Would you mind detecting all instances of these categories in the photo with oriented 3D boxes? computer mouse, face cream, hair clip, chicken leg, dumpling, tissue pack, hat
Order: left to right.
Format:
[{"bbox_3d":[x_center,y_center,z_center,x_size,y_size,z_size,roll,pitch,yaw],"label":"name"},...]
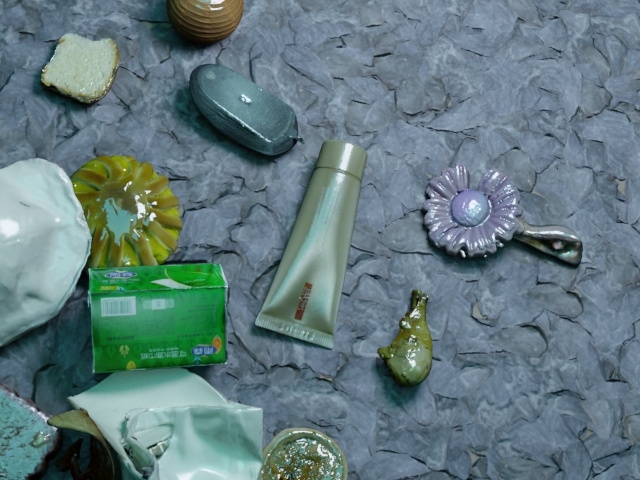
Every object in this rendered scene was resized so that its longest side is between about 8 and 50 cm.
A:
[{"bbox_3d":[-0.529,0.039,1.591,0.341,0.181,0.260,-31,88,-36],"label":"dumpling"},{"bbox_3d":[-0.253,0.315,1.561,0.301,0.168,0.258,29,28,25],"label":"hat"},{"bbox_3d":[-0.258,0.110,1.633,0.209,0.156,0.148,-3,111,-12],"label":"tissue pack"},{"bbox_3d":[-0.131,-0.221,1.801,0.229,0.068,0.113,34,56,-8],"label":"computer mouse"},{"bbox_3d":[0.000,0.000,1.745,0.137,0.084,0.341,19,76,-13],"label":"face cream"},{"bbox_3d":[0.147,0.160,1.720,0.093,0.070,0.178,14,62,2],"label":"chicken leg"},{"bbox_3d":[0.327,-0.030,1.809,0.300,0.069,0.173,17,70,-3],"label":"hair clip"}]

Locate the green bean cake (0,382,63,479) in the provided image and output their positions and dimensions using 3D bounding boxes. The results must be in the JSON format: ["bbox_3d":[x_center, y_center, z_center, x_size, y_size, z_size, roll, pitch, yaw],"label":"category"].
[{"bbox_3d":[-0.510,0.324,1.533,0.198,0.097,0.232,29,69,0],"label":"green bean cake"}]

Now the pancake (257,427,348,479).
[{"bbox_3d":[-0.029,0.370,1.636,0.152,0.025,0.151,3,70,-9],"label":"pancake"}]

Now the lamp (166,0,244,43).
[{"bbox_3d":[-0.202,-0.413,1.821,0.136,0.136,0.136,3,71,-8],"label":"lamp"}]

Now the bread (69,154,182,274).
[{"bbox_3d":[-0.324,-0.042,1.688,0.213,0.105,0.213,4,68,-10],"label":"bread"}]

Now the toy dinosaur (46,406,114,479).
[{"bbox_3d":[-0.348,0.359,1.442,0.113,0.327,0.206,-11,64,-31],"label":"toy dinosaur"}]

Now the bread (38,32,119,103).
[{"bbox_3d":[-0.411,-0.296,1.793,0.126,0.044,0.129,16,72,4],"label":"bread"}]
